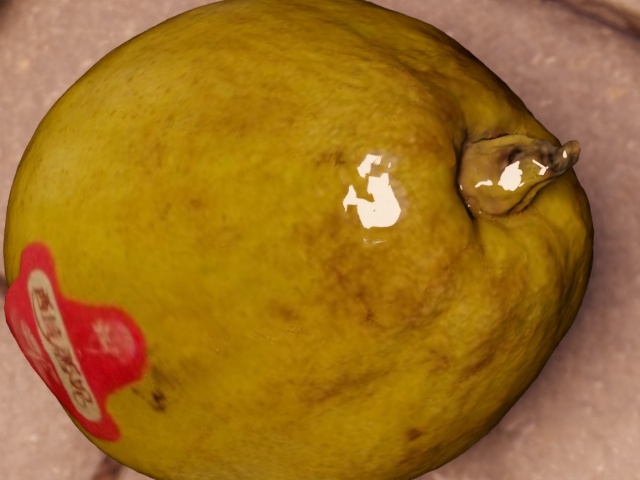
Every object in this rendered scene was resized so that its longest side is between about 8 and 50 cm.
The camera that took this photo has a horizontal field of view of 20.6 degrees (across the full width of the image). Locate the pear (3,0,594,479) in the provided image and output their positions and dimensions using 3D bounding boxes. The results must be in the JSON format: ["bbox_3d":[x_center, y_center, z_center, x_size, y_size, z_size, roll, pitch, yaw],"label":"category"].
[{"bbox_3d":[0.000,0.000,0.937,0.375,0.287,0.287,-18,65,50],"label":"pear"}]
